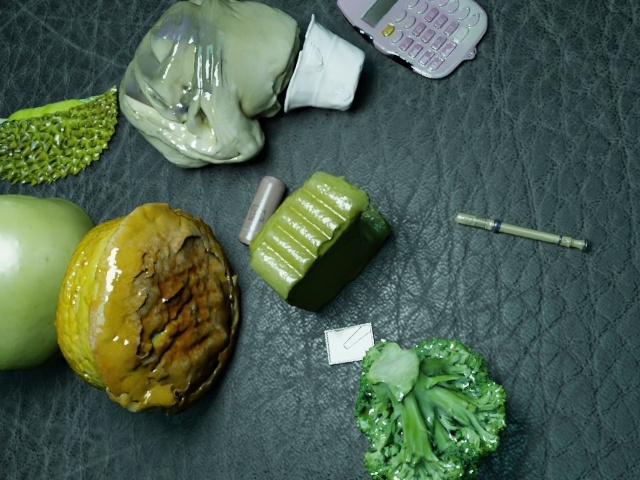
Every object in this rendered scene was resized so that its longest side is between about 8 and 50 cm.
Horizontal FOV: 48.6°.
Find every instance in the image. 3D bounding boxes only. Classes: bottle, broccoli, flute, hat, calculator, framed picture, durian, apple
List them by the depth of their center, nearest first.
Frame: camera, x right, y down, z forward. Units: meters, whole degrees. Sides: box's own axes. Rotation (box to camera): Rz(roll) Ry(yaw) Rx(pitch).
[{"bbox_3d":[0.160,0.272,1.141,0.262,0.241,0.269,8,47,35],"label":"broccoli"},{"bbox_3d":[0.355,-0.017,1.264,0.233,0.027,0.027,14,80,17],"label":"flute"},{"bbox_3d":[0.054,0.189,1.296,0.089,0.006,0.066,-12,73,10],"label":"framed picture"},{"bbox_3d":[-0.575,0.070,1.306,0.358,0.357,0.357,-3,75,13],"label":"apple"},{"bbox_3d":[0.013,-0.323,1.366,0.126,0.203,0.203,17,80,-6],"label":"hat"},{"bbox_3d":[-0.113,-0.054,1.376,0.053,0.053,0.140,19,82,18],"label":"bottle"},{"bbox_3d":[0.189,-0.442,1.412,0.294,0.043,0.194,40,87,16],"label":"calculator"},{"bbox_3d":[-0.595,-0.225,1.530,0.352,0.158,0.169,-11,39,11],"label":"durian"}]

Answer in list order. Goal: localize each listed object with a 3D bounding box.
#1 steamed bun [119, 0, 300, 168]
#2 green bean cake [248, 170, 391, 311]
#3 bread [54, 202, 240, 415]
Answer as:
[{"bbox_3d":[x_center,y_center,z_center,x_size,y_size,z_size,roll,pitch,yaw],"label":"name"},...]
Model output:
[{"bbox_3d":[-0.229,-0.316,1.352,0.352,0.247,0.339,11,83,28],"label":"steamed bun"},{"bbox_3d":[0.000,0.000,1.237,0.124,0.236,0.233,42,90,20],"label":"green bean cake"},{"bbox_3d":[-0.299,0.122,1.251,0.204,0.337,0.358,-5,75,34],"label":"bread"}]
